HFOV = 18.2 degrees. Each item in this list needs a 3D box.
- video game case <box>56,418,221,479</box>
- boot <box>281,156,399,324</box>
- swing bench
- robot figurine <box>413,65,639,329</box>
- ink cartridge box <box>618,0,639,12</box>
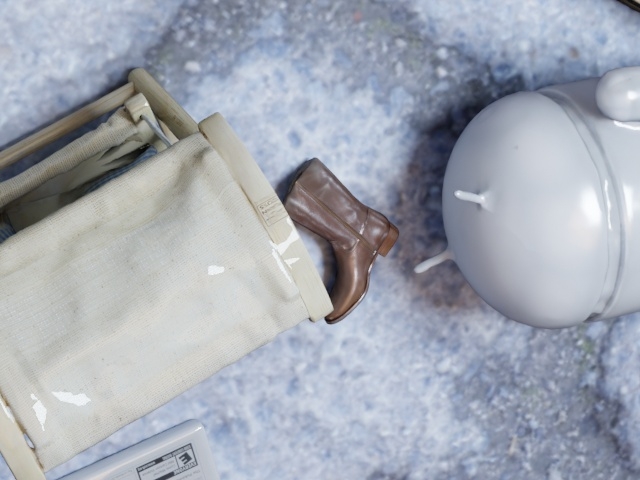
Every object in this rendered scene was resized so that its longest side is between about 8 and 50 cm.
[{"bbox_3d":[-0.167,0.268,1.687,0.201,0.023,0.183,-23,116,-17],"label":"video game case"},{"bbox_3d":[0.000,0.000,1.662,0.114,0.037,0.106,38,76,-33],"label":"boot"},{"bbox_3d":[-0.169,0.018,1.461,0.253,0.255,0.165,-30,114,-13],"label":"swing bench"},{"bbox_3d":[0.252,-0.040,1.671,0.353,0.200,0.300,-12,140,-20],"label":"robot figurine"},{"bbox_3d":[0.326,-0.296,1.683,0.193,0.088,0.234,21,97,-28],"label":"ink cartridge box"}]
